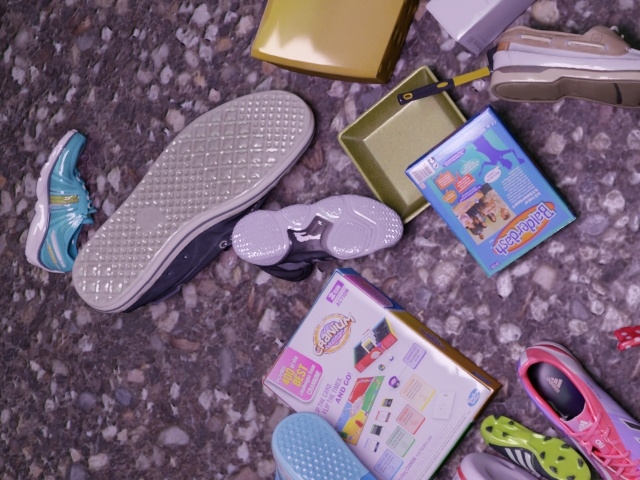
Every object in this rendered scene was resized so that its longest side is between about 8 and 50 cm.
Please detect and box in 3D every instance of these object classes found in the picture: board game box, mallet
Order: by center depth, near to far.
[{"bbox_3d":[0.254,-0.073,1.357,0.160,0.047,0.210,-37,96,19],"label":"board game box"},{"bbox_3d":[0.214,-0.236,1.381,0.190,0.039,0.062,-25,83,-2],"label":"mallet"},{"bbox_3d":[0.093,0.231,1.456,0.316,0.064,0.242,38,105,19],"label":"board game box"}]

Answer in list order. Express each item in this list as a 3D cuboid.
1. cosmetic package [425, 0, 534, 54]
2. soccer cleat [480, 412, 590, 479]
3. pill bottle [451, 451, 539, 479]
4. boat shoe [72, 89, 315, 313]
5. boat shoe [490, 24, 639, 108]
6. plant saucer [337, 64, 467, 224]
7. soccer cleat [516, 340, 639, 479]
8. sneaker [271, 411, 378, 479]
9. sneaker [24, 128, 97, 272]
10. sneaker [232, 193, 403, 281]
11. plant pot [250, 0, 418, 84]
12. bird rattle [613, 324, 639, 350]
[{"bbox_3d":[0.279,-0.391,1.342,0.231,0.117,0.085,-45,73,19],"label":"cosmetic package"},{"bbox_3d":[0.321,0.319,1.349,0.179,0.072,0.060,27,62,32],"label":"soccer cleat"},{"bbox_3d":[0.224,0.477,1.348,0.161,0.161,0.283,30,103,21],"label":"pill bottle"},{"bbox_3d":[-0.205,-0.062,1.545,0.500,0.156,0.187,-44,69,6],"label":"boat shoe"},{"bbox_3d":[0.399,-0.255,1.289,0.303,0.113,0.103,6,76,12],"label":"boat shoe"},{"bbox_3d":[0.151,-0.148,1.438,0.188,0.045,0.188,-38,75,20],"label":"plant saucer"},{"bbox_3d":[0.402,0.277,1.291,0.318,0.116,0.108,48,108,17],"label":"soccer cleat"},{"bbox_3d":[0.036,0.432,1.414,0.127,0.208,0.319,-26,64,-20],"label":"sneaker"},{"bbox_3d":[-0.472,-0.072,1.703,0.110,0.107,0.275,14,101,4],"label":"sneaker"},{"bbox_3d":[0.000,0.000,1.464,0.269,0.153,0.101,-5,73,4],"label":"sneaker"},{"bbox_3d":[0.037,-0.347,1.410,0.187,0.212,0.212,22,99,10],"label":"plant pot"},{"bbox_3d":[0.500,0.064,1.211,0.254,0.207,0.143,-33,59,11],"label":"bird rattle"}]
